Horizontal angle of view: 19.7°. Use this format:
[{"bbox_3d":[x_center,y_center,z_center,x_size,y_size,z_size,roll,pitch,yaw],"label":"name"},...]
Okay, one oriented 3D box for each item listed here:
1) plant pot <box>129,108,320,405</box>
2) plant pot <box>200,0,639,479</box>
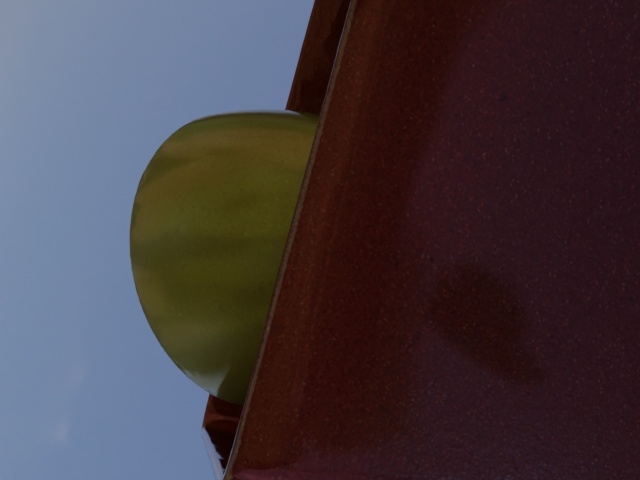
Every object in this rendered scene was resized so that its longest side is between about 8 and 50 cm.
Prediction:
[{"bbox_3d":[0.000,0.000,0.792,0.095,0.134,0.134,-15,-133,46],"label":"plant pot"},{"bbox_3d":[0.099,-0.009,0.774,0.267,0.235,0.267,170,-66,-84],"label":"plant pot"}]
